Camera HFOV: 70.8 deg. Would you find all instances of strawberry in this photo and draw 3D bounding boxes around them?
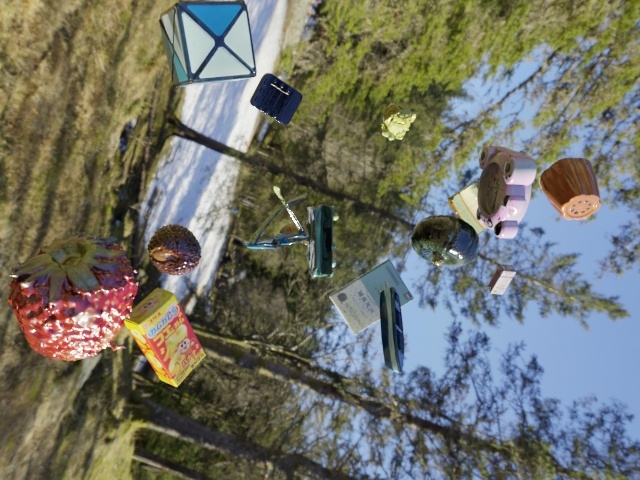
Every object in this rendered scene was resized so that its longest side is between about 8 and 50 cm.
[{"bbox_3d":[-0.586,0.161,1.123,0.292,0.291,0.344,-74,167,-53],"label":"strawberry"}]

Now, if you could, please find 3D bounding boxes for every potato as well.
[{"bbox_3d":[-0.077,-0.035,1.963,0.100,0.171,0.089,30,-85,58],"label":"potato"}]

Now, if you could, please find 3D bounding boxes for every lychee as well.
[{"bbox_3d":[-0.519,0.029,1.613,0.188,0.188,0.188,-158,-90,-85],"label":"lychee"}]

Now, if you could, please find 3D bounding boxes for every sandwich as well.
[{"bbox_3d":[0.647,-0.171,1.978,0.155,0.227,0.198,-36,-157,13],"label":"sandwich"}]

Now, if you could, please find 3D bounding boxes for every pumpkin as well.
[{"bbox_3d":[0.385,0.007,1.398,0.212,0.211,0.152,123,-22,-64],"label":"pumpkin"}]

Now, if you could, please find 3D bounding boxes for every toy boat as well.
[{"bbox_3d":[0.248,0.311,1.568,0.096,0.061,0.300,50,34,-52],"label":"toy boat"}]

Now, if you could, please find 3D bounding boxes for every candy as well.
[{"bbox_3d":[-0.462,0.292,1.354,0.146,0.087,0.276,-46,134,-41],"label":"candy"}]

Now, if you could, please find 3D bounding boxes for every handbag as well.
[{"bbox_3d":[0.005,0.000,1.680,0.274,0.100,0.269,169,-80,-83],"label":"handbag"}]

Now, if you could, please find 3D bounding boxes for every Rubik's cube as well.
[{"bbox_3d":[-0.387,-0.671,1.549,0.248,0.249,0.247,24,-54,57],"label":"Rubik's cube"}]

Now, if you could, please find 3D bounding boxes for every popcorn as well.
[{"bbox_3d":[0.317,-0.506,1.883,0.162,0.142,0.135,-30,152,7],"label":"popcorn"}]

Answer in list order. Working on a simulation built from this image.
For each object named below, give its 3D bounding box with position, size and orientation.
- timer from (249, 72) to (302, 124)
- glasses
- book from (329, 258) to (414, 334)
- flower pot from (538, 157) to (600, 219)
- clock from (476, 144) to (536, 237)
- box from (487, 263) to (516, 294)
[{"bbox_3d":[-0.176,-0.560,1.782,0.144,0.187,0.055,-59,-141,10],"label":"timer"},{"bbox_3d":[-0.104,-0.053,1.297,0.239,0.102,0.207,-18,141,-51],"label":"glasses"},{"bbox_3d":[0.271,0.299,2.384,0.379,0.264,0.031,-33,-171,6],"label":"book"},{"bbox_3d":[0.907,-0.177,1.614,0.173,0.190,0.191,-88,-162,-44],"label":"flower pot"},{"bbox_3d":[0.546,-0.148,1.355,0.228,0.089,0.248,-104,-165,-67],"label":"clock"},{"bbox_3d":[0.630,0.136,1.569,0.036,0.050,0.117,-95,-169,-50],"label":"box"}]
